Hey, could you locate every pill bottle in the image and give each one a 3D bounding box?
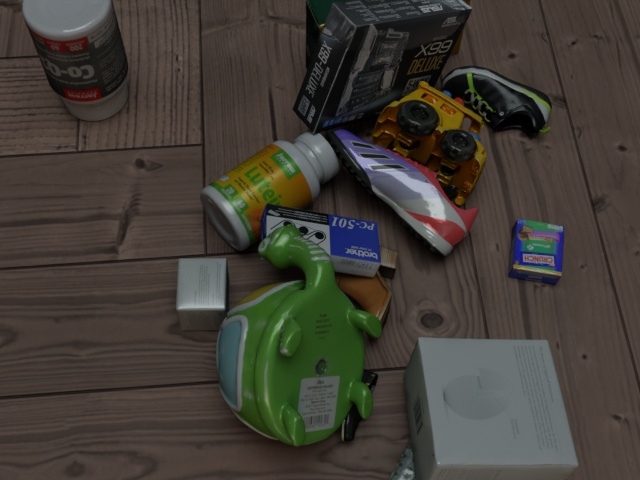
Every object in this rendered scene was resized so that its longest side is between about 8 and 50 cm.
[{"bbox_3d":[-0.458,-0.364,1.755,0.161,0.283,0.161,1,62,-1],"label":"pill bottle"},{"bbox_3d":[-0.088,-0.101,1.702,0.245,0.136,0.136,-36,68,-18],"label":"pill bottle"}]

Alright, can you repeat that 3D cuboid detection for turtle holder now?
[{"bbox_3d":[-0.063,0.162,1.472,0.227,0.320,0.243,8,33,45],"label":"turtle holder"}]

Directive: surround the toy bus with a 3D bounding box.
[{"bbox_3d":[0.241,-0.204,1.775,0.220,0.149,0.211,34,50,14],"label":"toy bus"}]

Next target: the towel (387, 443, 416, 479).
[{"bbox_3d":[0.190,0.532,1.421,0.312,0.056,0.324,30,63,11],"label":"towel"}]

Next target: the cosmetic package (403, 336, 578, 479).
[{"bbox_3d":[0.265,0.285,1.471,0.224,0.138,0.224,2,53,-7],"label":"cosmetic package"}]

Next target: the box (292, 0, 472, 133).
[{"bbox_3d":[0.117,-0.341,1.720,0.307,0.242,0.076,-18,57,-38],"label":"box"}]

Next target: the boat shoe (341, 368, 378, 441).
[{"bbox_3d":[0.065,0.279,1.548,0.042,0.049,0.133,11,57,14],"label":"boat shoe"}]

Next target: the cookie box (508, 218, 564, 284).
[{"bbox_3d":[0.402,0.020,1.699,0.091,0.040,0.107,9,63,3],"label":"cookie box"}]

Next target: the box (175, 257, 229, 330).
[{"bbox_3d":[-0.206,0.096,1.613,0.087,0.102,0.101,0,62,-3],"label":"box"}]

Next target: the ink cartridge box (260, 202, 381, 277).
[{"bbox_3d":[0.000,0.000,1.604,0.207,0.046,0.097,9,48,-14],"label":"ink cartridge box"}]

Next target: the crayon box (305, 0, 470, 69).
[{"bbox_3d":[0.132,-0.431,1.848,0.322,0.203,0.083,-17,63,-10],"label":"crayon box"}]

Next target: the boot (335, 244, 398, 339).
[{"bbox_3d":[0.053,0.084,1.644,0.152,0.073,0.197,10,50,3],"label":"boot"}]

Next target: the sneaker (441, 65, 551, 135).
[{"bbox_3d":[0.351,-0.274,1.833,0.234,0.084,0.097,18,64,9],"label":"sneaker"}]

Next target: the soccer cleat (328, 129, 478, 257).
[{"bbox_3d":[0.150,-0.111,1.703,0.318,0.108,0.116,44,92,10],"label":"soccer cleat"}]
